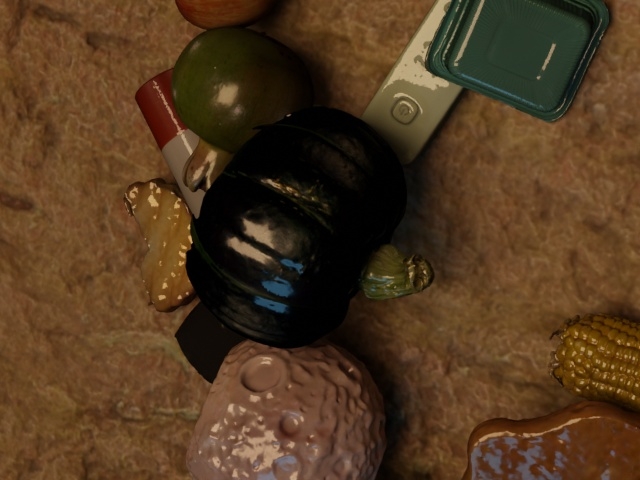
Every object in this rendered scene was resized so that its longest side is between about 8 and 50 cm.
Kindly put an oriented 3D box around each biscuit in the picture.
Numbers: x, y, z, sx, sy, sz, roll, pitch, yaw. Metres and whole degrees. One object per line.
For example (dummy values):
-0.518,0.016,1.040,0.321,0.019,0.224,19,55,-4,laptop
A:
-0.191,0.004,1.991,0.118,0.061,0.183,-6,95,29,biscuit
0.315,0.352,1.667,0.385,0.062,0.365,14,113,7,biscuit

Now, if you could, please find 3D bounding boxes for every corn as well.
0.403,0.159,1.642,0.305,0.106,0.106,17,104,25,corn

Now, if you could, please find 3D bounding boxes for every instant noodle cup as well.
0.223,-0.224,1.676,0.179,0.070,0.157,22,112,-3,instant noodle cup

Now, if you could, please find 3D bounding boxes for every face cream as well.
-0.155,-0.116,1.935,0.096,0.096,0.214,-33,79,28,face cream

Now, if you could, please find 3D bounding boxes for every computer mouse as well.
-0.106,0.100,1.944,0.122,0.073,0.217,49,122,19,computer mouse

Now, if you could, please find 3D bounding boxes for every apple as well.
-0.118,-0.331,1.862,0.131,0.146,0.146,-1,96,4,apple

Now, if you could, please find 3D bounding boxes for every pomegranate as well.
-0.113,-0.167,1.823,0.179,0.179,0.210,41,79,20,pomegranate

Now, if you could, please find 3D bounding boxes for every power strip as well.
0.163,-0.244,1.748,0.091,0.062,0.385,35,113,4,power strip

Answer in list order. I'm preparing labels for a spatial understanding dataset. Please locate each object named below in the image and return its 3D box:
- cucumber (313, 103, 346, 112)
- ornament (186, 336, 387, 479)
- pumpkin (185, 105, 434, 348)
-0.018,-0.084,1.886,0.058,0.058,0.187,31,108,24,cucumber
-0.034,0.240,1.818,0.225,0.259,0.259,21,107,4,ornament
0.000,0.000,1.727,0.296,0.296,0.296,4,97,30,pumpkin
